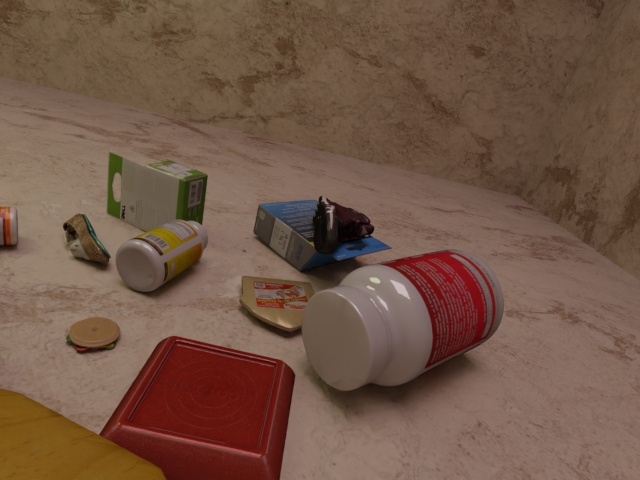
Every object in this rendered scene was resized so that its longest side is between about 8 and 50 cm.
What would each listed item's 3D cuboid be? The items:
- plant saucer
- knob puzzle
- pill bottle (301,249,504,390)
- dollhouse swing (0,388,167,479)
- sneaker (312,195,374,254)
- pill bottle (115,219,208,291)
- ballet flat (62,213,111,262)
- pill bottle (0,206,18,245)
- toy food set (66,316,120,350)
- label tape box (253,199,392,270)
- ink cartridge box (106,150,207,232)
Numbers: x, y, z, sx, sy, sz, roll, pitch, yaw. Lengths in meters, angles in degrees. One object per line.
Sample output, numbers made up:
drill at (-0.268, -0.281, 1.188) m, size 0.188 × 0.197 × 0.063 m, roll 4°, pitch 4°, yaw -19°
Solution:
plant saucer at (-0.172, 0.247, 0.675) m, size 0.258 × 0.048 × 0.259 m, roll 14°, pitch 24°, yaw -3°
knob puzzle at (-0.087, 0.148, 0.970) m, size 0.213 × 0.030 × 0.213 m, roll 13°, pitch 23°, yaw -6°
pill bottle at (0.171, 0.150, 0.866) m, size 0.407 × 0.229 × 0.229 m, roll -7°, pitch 31°, yaw -42°
dollhouse swing at (-0.359, 0.320, 0.360) m, size 0.346 × 0.305 × 0.315 m, roll 22°, pitch -17°, yaw 8°
sneaker at (0.070, -0.035, 1.131) m, size 0.162 × 0.106 × 0.281 m, roll 16°, pitch 24°, yaw -9°
pill bottle at (-0.348, 0.023, 0.985) m, size 0.117 × 0.117 × 0.215 m, roll 20°, pitch 23°, yaw 11°
ballet flat at (-0.545, 0.005, 0.998) m, size 0.067 × 0.073 × 0.206 m, roll -32°, pitch 41°, yaw -23°
pill bottle at (-0.734, -0.031, 0.917) m, size 0.152 × 0.086 × 0.086 m, roll -2°, pitch 28°, yaw -34°
toy food set at (-0.397, 0.164, 0.760) m, size 0.083 × 0.020 × 0.082 m, roll 5°, pitch 25°, yaw -22°
label tape box at (0.000, 0.000, 1.261) m, size 0.240 × 0.106 × 0.333 m, roll -10°, pitch 36°, yaw -45°
ink cartridge box at (-0.446, -0.125, 1.171) m, size 0.255 × 0.189 × 0.097 m, roll 22°, pitch 25°, yaw 17°
